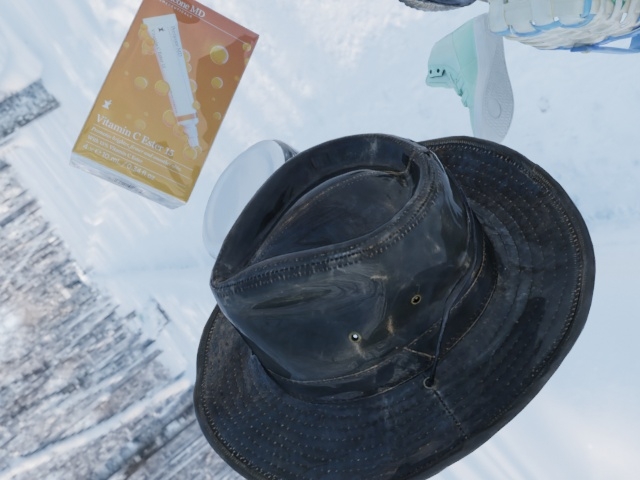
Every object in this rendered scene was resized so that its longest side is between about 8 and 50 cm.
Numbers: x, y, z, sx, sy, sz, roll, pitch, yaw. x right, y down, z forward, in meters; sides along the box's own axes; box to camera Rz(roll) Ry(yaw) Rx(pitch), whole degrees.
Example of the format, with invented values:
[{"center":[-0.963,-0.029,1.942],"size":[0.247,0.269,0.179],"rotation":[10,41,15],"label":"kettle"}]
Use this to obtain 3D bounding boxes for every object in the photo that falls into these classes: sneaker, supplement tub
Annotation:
[{"center":[0.272,-0.279,1.318],"size":[0.151,0.094,0.255],"rotation":[-16,69,48],"label":"sneaker"},{"center":[0.000,0.000,1.126],"size":[0.338,0.207,0.207],"rotation":[30,179,-35],"label":"supplement tub"}]

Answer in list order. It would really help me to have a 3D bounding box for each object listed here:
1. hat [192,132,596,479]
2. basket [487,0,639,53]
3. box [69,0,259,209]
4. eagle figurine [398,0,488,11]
[{"center":[0.015,0.018,0.507],"size":[0.331,0.331,0.134],"rotation":[36,171,45],"label":"hat"},{"center":[0.339,-0.355,0.884],"size":[0.201,0.289,0.254],"rotation":[4,108,45],"label":"basket"},{"center":[-0.289,-0.258,1.297],"size":[0.215,0.345,0.168],"rotation":[24,170,-19],"label":"box"},{"center":[0.300,-0.609,1.642],"size":[0.226,0.299,0.225],"rotation":[51,-161,-55],"label":"eagle figurine"}]
